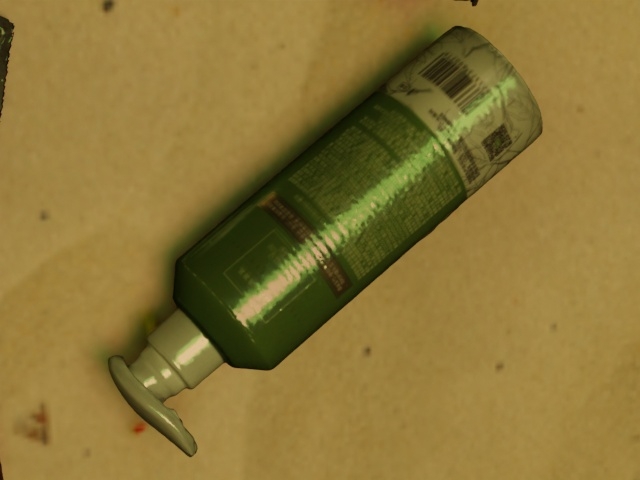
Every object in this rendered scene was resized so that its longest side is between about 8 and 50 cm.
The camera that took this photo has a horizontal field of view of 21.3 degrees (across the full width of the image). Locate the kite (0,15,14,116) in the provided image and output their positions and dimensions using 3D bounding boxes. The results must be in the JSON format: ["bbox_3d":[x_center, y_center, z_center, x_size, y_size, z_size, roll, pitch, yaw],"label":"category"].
[{"bbox_3d":[-0.286,-0.054,0.590,0.360,0.022,0.204,26,77,-22],"label":"kite"}]

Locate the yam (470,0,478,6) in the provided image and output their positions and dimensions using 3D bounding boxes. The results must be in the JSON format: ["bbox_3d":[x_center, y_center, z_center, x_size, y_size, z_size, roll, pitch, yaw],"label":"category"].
[{"bbox_3d":[0.010,-0.152,0.670,0.141,0.079,0.079,20,92,-21],"label":"yam"}]

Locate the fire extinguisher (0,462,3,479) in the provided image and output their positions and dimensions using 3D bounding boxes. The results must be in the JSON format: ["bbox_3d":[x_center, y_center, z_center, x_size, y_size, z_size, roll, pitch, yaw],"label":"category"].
[{"bbox_3d":[-0.202,0.104,0.650,0.157,0.045,0.078,-13,124,-19],"label":"fire extinguisher"}]

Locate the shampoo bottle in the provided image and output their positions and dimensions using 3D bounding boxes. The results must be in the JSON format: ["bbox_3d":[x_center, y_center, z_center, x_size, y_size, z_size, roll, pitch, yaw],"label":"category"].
[{"bbox_3d":[0.000,0.000,0.695,0.204,0.065,0.065,-41,110,-10],"label":"shampoo bottle"}]
